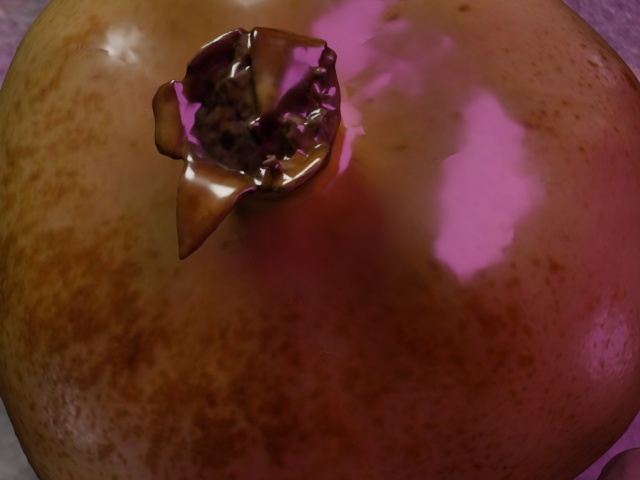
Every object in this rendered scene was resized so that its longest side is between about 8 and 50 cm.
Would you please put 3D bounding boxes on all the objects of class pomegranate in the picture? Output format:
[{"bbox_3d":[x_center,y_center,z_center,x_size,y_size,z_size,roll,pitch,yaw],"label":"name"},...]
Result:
[{"bbox_3d":[0.000,0.000,0.515,0.319,0.319,0.319,19,50,-25],"label":"pomegranate"}]

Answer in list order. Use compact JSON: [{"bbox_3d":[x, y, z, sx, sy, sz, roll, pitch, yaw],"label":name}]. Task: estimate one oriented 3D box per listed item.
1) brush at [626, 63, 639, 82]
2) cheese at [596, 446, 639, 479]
[{"bbox_3d":[0.128,-0.044,0.745,0.267,0.166,0.174,47,44,4],"label":"brush"},{"bbox_3d":[0.250,0.188,0.623,0.159,0.263,0.093,-54,137,-37],"label":"cheese"}]
